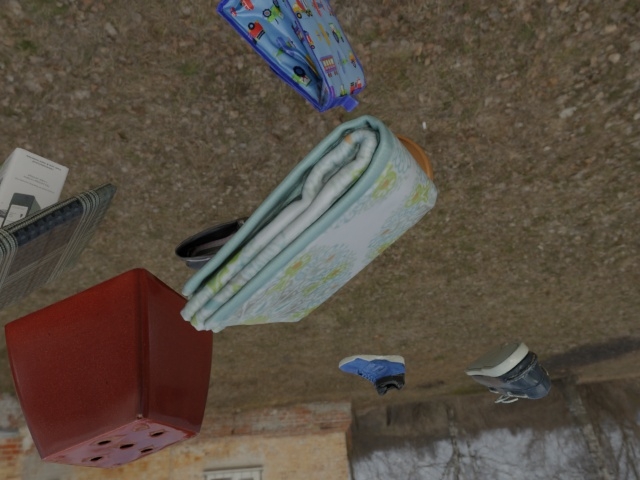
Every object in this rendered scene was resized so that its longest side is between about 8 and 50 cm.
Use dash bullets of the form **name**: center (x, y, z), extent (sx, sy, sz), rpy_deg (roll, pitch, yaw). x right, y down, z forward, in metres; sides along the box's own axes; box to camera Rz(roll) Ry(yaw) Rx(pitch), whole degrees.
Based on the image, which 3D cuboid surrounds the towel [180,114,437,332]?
- **towel**: center (0.000, 0.000, 0.721), extent (0.374, 0.090, 0.320), rpy_deg (-42, 161, 14)

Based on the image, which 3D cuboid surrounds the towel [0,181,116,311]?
- **towel**: center (-0.545, 0.037, 0.842), extent (0.056, 0.312, 0.324), rpy_deg (46, 128, -4)

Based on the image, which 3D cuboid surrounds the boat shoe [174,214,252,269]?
- **boat shoe**: center (-0.254, 0.002, 1.294), extent (0.335, 0.112, 0.095), rpy_deg (-21, 154, 19)

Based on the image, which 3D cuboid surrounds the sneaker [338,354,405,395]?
- **sneaker**: center (0.118, 0.310, 1.061), extent (0.152, 0.084, 0.058), rpy_deg (-1, 144, 3)

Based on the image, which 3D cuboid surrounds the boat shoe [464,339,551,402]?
- **boat shoe**: center (0.308, 0.215, 0.762), extent (0.095, 0.079, 0.254), rpy_deg (-38, 164, -8)

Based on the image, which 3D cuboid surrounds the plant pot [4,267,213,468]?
- **plant pot**: center (-0.348, 0.247, 0.819), extent (0.267, 0.235, 0.267), rpy_deg (-23, 147, 4)

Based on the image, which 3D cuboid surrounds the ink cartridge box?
- **ink cartridge box**: center (-0.703, -0.045, 1.056), extent (0.198, 0.272, 0.115), rpy_deg (-12, 152, 43)

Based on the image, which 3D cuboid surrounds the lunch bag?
- **lunch bag**: center (-0.017, -0.383, 0.911), extent (0.138, 0.293, 0.221), rpy_deg (-35, -173, 32)

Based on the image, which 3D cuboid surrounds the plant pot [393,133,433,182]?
- **plant pot**: center (0.187, -0.198, 1.426), extent (0.291, 0.290, 0.203), rpy_deg (-13, 176, 19)
